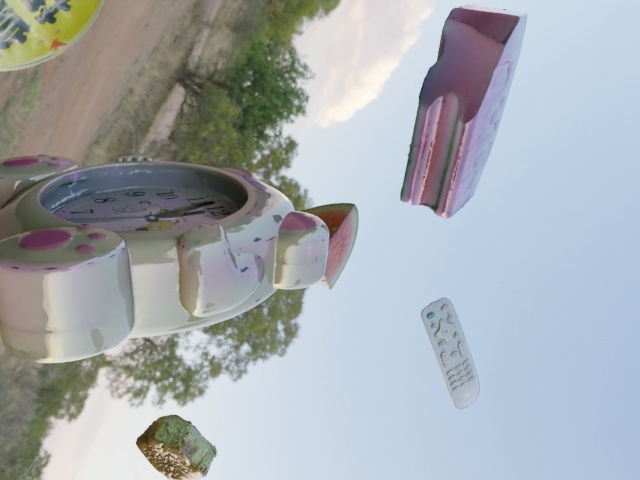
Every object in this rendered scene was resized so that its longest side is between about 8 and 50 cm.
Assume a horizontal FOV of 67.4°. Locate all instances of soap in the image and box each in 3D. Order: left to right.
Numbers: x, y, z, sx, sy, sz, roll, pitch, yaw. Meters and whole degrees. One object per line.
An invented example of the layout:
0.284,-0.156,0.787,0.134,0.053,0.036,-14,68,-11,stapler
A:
0.247,-0.223,0.835,0.193,0.109,0.324,-37,141,-45,soap

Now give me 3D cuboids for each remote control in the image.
0.250,0.220,0.929,0.073,0.229,0.044,-25,-169,-16,remote control

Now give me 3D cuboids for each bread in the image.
-0.280,0.409,0.944,0.127,0.140,0.069,-32,-169,35,bread

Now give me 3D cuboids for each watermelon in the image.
0.000,0.000,0.662,0.135,0.125,0.094,-49,-171,16,watermelon

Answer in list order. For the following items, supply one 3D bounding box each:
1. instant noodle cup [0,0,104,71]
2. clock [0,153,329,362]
-0.441,-0.415,0.588,0.326,0.325,0.254,-50,-134,26,instant noodle cup
-0.169,-0.010,0.506,0.284,0.309,0.114,34,-54,48,clock
